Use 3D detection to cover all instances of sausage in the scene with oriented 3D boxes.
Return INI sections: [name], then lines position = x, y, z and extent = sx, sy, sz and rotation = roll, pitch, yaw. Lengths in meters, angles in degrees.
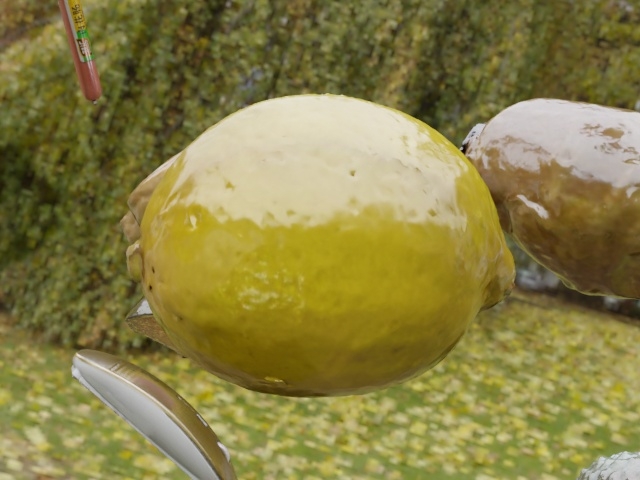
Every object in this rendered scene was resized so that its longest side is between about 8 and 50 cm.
[sausage]
position = -0.333, -0.291, 1.520
extent = 0.029, 0.223, 0.029
rotation = -9, 22, 4

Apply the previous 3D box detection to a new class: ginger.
[ginger]
position = 0.314, -0.055, 1.248
extent = 0.223, 0.200, 0.269
rotation = -23, -58, 42

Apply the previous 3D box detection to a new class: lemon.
[lemon]
position = -0.001, 0.004, 0.839
extent = 0.263, 0.235, 0.236
rotation = 13, 1, -32

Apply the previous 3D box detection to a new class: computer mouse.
[computer mouse]
position = -0.179, 0.201, 1.276
extent = 0.245, 0.056, 0.126
rotation = 42, -2, 2

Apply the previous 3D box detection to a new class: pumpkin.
[pumpkin]
position = -0.176, 0.066, 1.467
extent = 0.149, 0.130, 0.254
rotation = 16, -21, -20

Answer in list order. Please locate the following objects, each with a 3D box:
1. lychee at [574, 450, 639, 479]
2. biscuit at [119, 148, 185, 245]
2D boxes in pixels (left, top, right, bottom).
[lychee]
position = 0.464, 0.440, 1.633
extent = 0.255, 0.255, 0.274
rotation = 17, 34, 36
[biscuit]
position = -0.105, -0.076, 1.302
extent = 0.051, 0.269, 0.376
rotation = 60, 8, 6
